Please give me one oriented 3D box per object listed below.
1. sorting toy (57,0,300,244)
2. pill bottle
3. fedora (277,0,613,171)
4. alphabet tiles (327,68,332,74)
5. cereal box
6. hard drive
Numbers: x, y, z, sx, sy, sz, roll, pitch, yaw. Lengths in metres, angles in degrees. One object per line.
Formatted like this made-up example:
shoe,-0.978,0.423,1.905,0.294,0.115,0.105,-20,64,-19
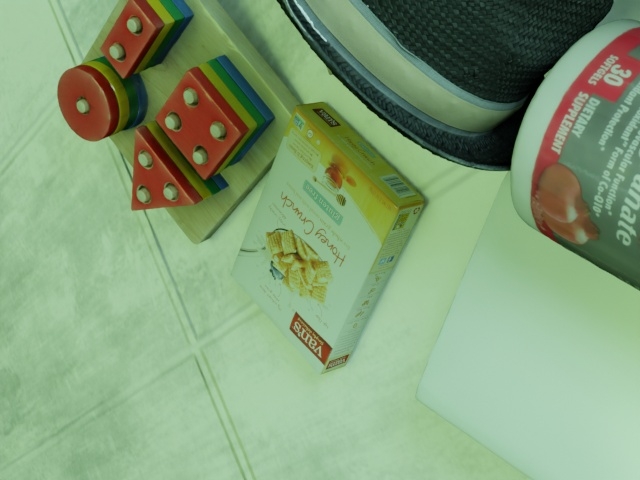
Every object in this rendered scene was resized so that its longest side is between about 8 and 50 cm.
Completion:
sorting toy,-0.177,-0.147,1.295,0.257,0.089,0.255,51,135,6
pill bottle,0.302,-0.018,0.787,0.318,0.176,0.176,34,124,36
fedora,0.100,-0.215,0.841,0.152,0.334,0.334,-35,75,36
alphabet tiles,0.092,-0.291,1.062,0.342,0.011,0.285,-21,86,48
cereal box,0.000,0.000,1.216,0.173,0.047,0.240,46,130,29
hard drive,0.255,0.115,0.935,0.353,0.047,0.233,32,107,37
